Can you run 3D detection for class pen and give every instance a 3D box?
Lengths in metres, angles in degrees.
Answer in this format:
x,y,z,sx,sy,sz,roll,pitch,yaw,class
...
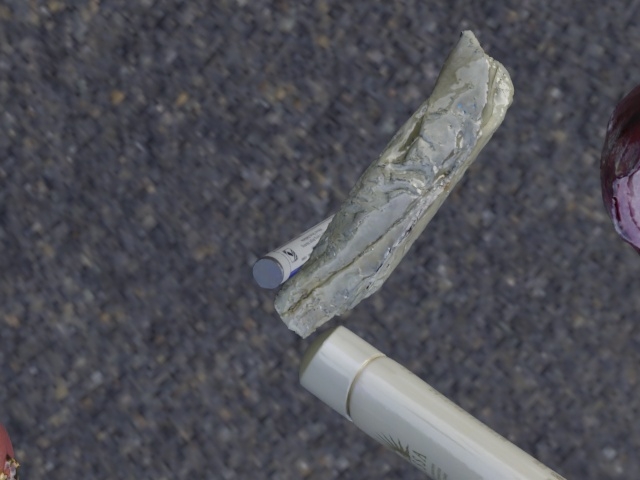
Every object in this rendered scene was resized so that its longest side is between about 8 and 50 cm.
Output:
x,y,z,sx,sy,sz,roll,pitch,yaw,class
0.000,0.000,1.285,0.204,0.025,0.025,-31,142,-63,pen

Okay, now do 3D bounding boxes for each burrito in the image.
x,y,z,sx,sy,sz,roll,pitch,yaw,class
0.052,-0.030,1.081,0.229,0.058,0.063,-56,174,-8,burrito

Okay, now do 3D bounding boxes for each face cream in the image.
x,y,z,sx,sy,sz,roll,pitch,yaw,class
0.121,0.211,1.827,0.081,0.348,0.173,-52,162,-12,face cream

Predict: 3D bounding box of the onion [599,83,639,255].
x,y,z,sx,sy,sz,roll,pitch,yaw,class
0.298,-0.029,1.145,0.195,0.140,0.218,-8,126,19,onion

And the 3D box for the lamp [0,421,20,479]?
x,y,z,sx,sy,sz,roll,pitch,yaw,class
-0.293,0.184,1.168,0.140,0.182,0.182,14,115,7,lamp
